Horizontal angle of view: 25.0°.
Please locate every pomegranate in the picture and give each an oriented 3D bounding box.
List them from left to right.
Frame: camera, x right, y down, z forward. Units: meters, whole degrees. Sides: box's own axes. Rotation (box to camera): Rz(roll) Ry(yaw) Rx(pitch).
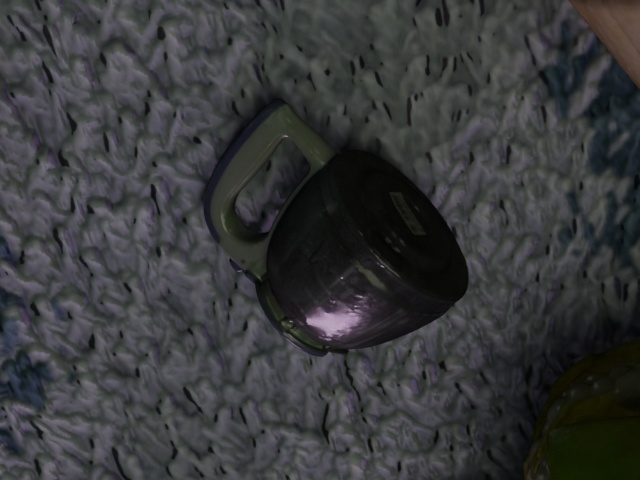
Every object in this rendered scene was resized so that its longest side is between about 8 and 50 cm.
[{"bbox_3d":[0.187,0.190,0.904,0.302,0.236,0.236,-29,119,31],"label":"pomegranate"}]

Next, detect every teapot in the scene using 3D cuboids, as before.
[{"bbox_3d":[0.002,0.008,0.837,0.149,0.111,0.108,34,119,-28],"label":"teapot"}]

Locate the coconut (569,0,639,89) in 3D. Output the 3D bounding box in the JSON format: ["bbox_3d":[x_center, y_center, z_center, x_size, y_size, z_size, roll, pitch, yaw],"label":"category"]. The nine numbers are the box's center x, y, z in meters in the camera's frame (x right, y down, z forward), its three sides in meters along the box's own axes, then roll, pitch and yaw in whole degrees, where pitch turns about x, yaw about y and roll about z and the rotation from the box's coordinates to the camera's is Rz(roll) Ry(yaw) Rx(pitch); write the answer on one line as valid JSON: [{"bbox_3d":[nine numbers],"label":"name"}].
[{"bbox_3d":[0.273,-0.159,0.704,0.323,0.323,0.323,-4,115,-8],"label":"coconut"}]
